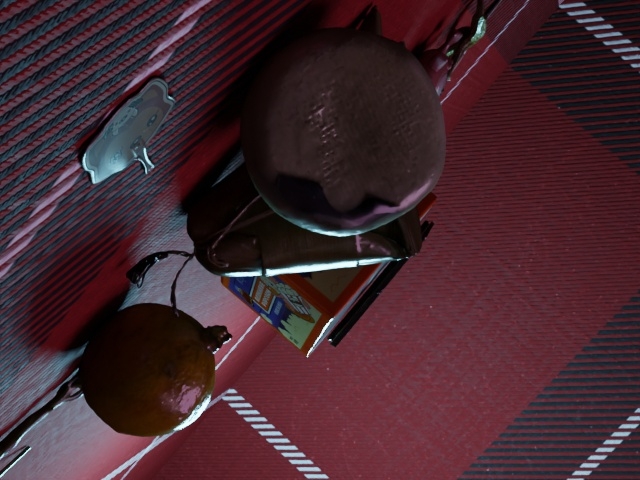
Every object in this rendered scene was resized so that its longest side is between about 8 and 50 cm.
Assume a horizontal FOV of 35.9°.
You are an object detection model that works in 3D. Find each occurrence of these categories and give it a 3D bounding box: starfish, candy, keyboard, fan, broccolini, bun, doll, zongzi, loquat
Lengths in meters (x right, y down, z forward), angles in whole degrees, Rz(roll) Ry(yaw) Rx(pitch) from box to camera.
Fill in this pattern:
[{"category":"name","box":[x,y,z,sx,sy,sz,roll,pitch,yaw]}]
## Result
[{"category":"starfish","box":[0.312,-0.433,2.127,0.216,0.050,0.223,-60,-174,-17]},{"category":"candy","box":[-0.545,0.399,1.677,0.061,0.061,0.202,-51,-179,20]},{"category":"keyboard","box":[0.118,0.086,1.979,0.317,0.027,0.106,-52,178,25]},{"category":"fan","box":[-0.205,-0.107,1.094,0.132,0.009,0.220,-46,172,-10]},{"category":"broccolini","box":[-0.437,0.279,1.617,0.254,0.058,0.071,-47,131,-33]},{"category":"bun","box":[0.020,-0.148,1.329,0.283,0.283,0.179,-48,-161,-4]},{"category":"doll","box":[0.209,-0.325,2.050,0.262,0.093,0.211,-55,180,10]},{"category":"zongzi","box":[-0.084,-0.122,1.481,0.447,0.417,0.181,-8,-176,-8]},{"category":"loquat","box":[-0.254,0.195,1.563,0.246,0.213,0.213,-28,175,8]}]

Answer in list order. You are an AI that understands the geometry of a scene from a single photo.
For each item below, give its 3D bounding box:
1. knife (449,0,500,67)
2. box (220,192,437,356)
[{"category":"knife","box":[0.357,-0.478,2.367,0.336,0.043,0.081,-49,179,-13]},{"category":"box","box":[0.000,0.000,1.915,0.318,0.257,0.348,-47,174,-18]}]
